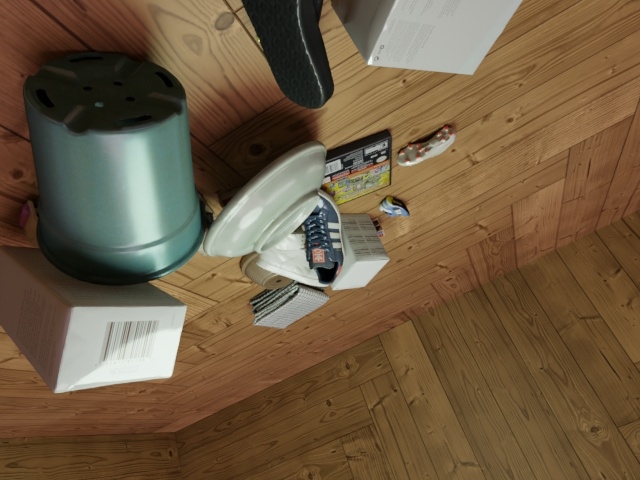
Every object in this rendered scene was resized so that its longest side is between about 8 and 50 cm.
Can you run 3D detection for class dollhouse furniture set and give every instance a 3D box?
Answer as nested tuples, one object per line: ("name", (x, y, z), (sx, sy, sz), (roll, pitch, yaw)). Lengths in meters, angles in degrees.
("dollhouse furniture set", (-0.280, -0.068, 1.269), (0.183, 0.129, 0.129), (-21, 152, 0))

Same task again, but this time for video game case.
("video game case", (0.087, -0.202, 1.395), (0.274, 0.035, 0.248), (-21, 152, -3))

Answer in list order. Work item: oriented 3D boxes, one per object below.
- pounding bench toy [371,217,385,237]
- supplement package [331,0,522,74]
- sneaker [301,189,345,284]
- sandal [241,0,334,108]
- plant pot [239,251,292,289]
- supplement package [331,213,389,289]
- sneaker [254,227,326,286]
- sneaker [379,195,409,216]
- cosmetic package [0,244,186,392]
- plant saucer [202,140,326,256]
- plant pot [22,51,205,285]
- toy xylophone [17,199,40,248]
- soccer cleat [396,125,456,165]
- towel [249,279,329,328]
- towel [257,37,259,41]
("pounding bench toy", (0.194, -0.034, 1.726), (0.083, 0.065, 0.052), (-24, 152, 5))
("supplement package", (0.197, -0.461, 0.850), (0.262, 0.198, 0.199), (-6, 147, -27))
("sneaker", (0.000, 0.000, 1.417), (0.131, 0.148, 0.350), (-3, 133, 21))
("sandal", (-0.057, -0.434, 0.802), (0.107, 0.167, 0.446), (-54, 156, -20))
("plant pot", (-0.168, 0.105, 1.671), (0.237, 0.110, 0.237), (-16, 152, -9))
("supplement package", (0.110, 0.041, 1.653), (0.149, 0.203, 0.194), (-2, 147, -31))
("sneaker", (-0.060, 0.048, 1.558), (0.292, 0.108, 0.169), (21, 98, -30))
("sneaker", (0.269, -0.116, 1.655), (0.144, 0.053, 0.059), (20, 131, -40))
("cosmetic package", (-0.516, 0.143, 0.977), (0.230, 0.453, 0.162), (9, 96, -48))
("plant saucer", (-0.109, -0.073, 1.147), (0.400, 0.100, 0.400), (-43, 174, -5))
("plant pot", (-0.393, -0.148, 0.883), (0.341, 0.341, 0.334), (-9, 141, -23))
("toy xylophone", (-0.559, -0.037, 1.143), (0.236, 0.081, 0.322), (-25, 157, 37))
("soccer cleat", (0.329, -0.277, 1.403), (0.196, 0.068, 0.076), (-29, 154, 6))
("towel", (-0.138, 0.261, 1.957), (0.283, 0.121, 0.235), (-35, 151, 20))
("towel", (-0.098, -0.431, 0.895), (0.060, 0.009, 0.083), (-14, 151, -15))
